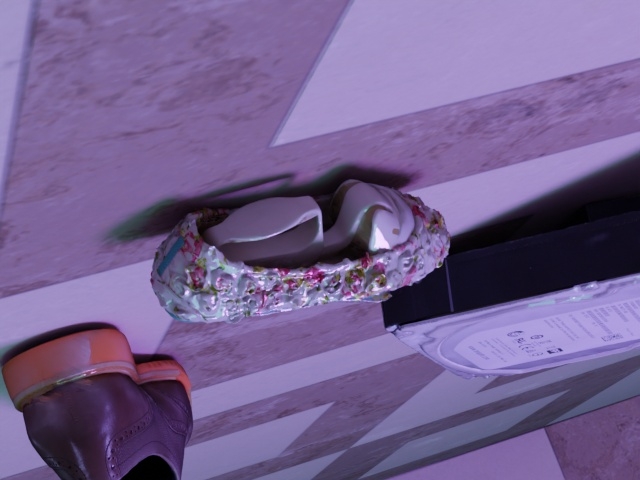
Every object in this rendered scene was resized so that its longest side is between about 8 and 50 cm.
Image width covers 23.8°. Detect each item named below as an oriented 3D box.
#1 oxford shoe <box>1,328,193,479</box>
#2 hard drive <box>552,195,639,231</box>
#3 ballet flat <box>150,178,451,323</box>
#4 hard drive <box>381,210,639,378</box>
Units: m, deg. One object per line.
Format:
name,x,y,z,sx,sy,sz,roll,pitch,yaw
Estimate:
oxford shoe,-0.174,0.175,1.297,0.130,0.132,0.363,-22,166,4
hard drive,0.335,0.002,1.465,0.255,0.054,0.172,-6,161,-21
ballet flat,0.000,0.000,1.015,0.241,0.091,0.077,-15,143,-34
hard drive,0.250,0.049,1.369,0.339,0.064,0.237,-15,159,19
